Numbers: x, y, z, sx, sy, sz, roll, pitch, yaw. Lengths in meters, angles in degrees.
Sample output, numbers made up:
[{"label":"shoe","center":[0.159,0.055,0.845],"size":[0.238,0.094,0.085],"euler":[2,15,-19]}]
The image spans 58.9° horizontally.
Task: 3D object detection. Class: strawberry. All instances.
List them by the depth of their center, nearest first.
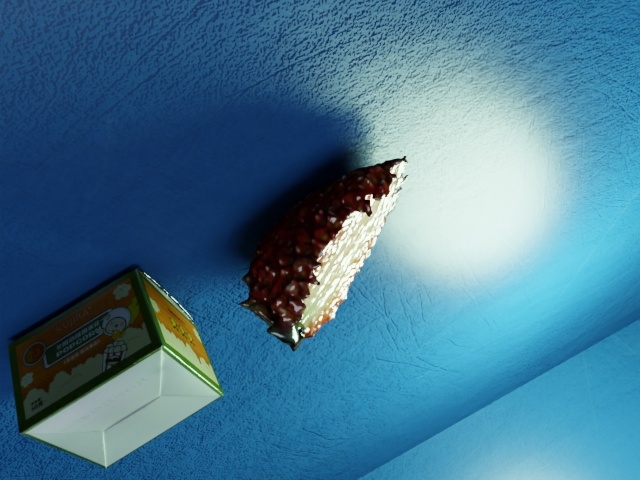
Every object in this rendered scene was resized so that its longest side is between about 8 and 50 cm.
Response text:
[{"label":"strawberry","center":[0.000,0.000,0.814],"size":[0.306,0.137,0.233],"euler":[-57,165,-9]}]

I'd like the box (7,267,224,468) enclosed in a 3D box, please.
[{"label":"box","center":[-0.269,0.172,0.761],"size":[0.194,0.148,0.178],"euler":[-31,141,-2]}]
